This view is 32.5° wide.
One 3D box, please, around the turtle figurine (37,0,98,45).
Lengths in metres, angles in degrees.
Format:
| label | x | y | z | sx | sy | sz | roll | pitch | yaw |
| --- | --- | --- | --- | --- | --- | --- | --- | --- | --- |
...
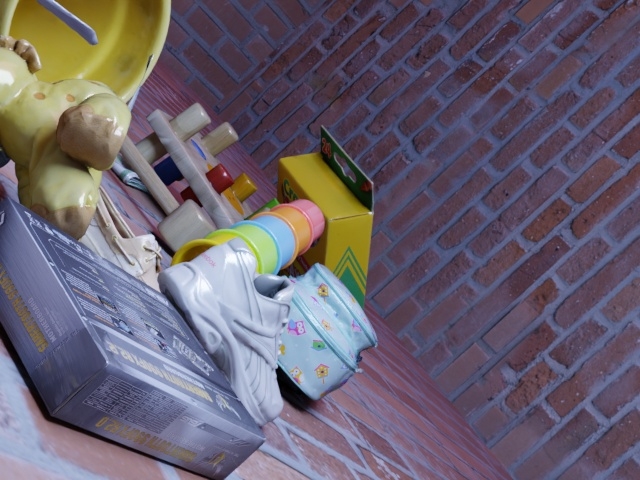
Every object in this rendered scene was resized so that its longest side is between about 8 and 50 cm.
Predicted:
| label | x | y | z | sx | sy | sz | roll | pitch | yaw |
| --- | --- | --- | --- | --- | --- | --- | --- | --- | --- |
| turtle figurine | -0.282 | -0.134 | 0.684 | 0.274 | 0.198 | 0.266 | 45 | -2 | 10 |

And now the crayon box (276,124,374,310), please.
| label | x | y | z | sx | sy | sz | roll | pitch | yaw |
| --- | --- | --- | --- | --- | --- | --- | --- | --- | --- |
| crayon box | 0.000 | 0.000 | 1.773 | 0.202 | 0.081 | 0.318 | -128 | -146 | -49 |

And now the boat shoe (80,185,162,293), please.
| label | x | y | z | sx | sy | sz | roll | pitch | yaw |
| --- | --- | --- | --- | --- | --- | --- | --- | --- | --- |
| boat shoe | -0.193 | 0.014 | 1.119 | 0.170 | 0.059 | 0.063 | 47 | 4 | 4 |

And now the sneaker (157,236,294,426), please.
| label | x | y | z | sx | sy | sz | roll | pitch | yaw |
| --- | --- | --- | --- | --- | --- | --- | --- | --- | --- |
| sneaker | -0.065 | 0.092 | 1.080 | 0.090 | 0.115 | 0.232 | 43 | -18 | 42 |

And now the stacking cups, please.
| label | x | y | z | sx | sy | sz | roll | pitch | yaw |
| --- | --- | --- | --- | --- | --- | --- | --- | --- | --- |
| stacking cups | -0.083 | 0.007 | 1.394 | 0.096 | 0.096 | 0.316 | 47 | 23 | 2 |

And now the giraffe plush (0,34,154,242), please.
| label | x | y | z | sx | sy | sz | roll | pitch | yaw |
| --- | --- | --- | --- | --- | --- | --- | --- | --- | --- |
| giraffe plush | -0.261 | -0.103 | 0.956 | 0.171 | 0.210 | 0.181 | 22 | -22 | -13 |

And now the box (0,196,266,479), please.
| label | x | y | z | sx | sy | sz | roll | pitch | yaw |
| --- | --- | --- | --- | --- | --- | --- | --- | --- | --- |
| box | -0.158 | 0.083 | 0.862 | 0.183 | 0.056 | 0.231 | 51 | 5 | 33 |

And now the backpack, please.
| label | x | y | z | sx | sy | sz | roll | pitch | yaw |
| --- | --- | --- | --- | --- | --- | --- | --- | --- | --- |
| backpack | -0.014 | 0.116 | 1.399 | 0.166 | 0.144 | 0.188 | 53 | 8 | 4 |

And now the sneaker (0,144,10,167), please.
| label | x | y | z | sx | sy | sz | roll | pitch | yaw |
| --- | --- | --- | --- | --- | --- | --- | --- | --- | --- |
| sneaker | -0.326 | -0.098 | 1.038 | 0.035 | 0.031 | 0.083 | 50 | 5 | 39 |

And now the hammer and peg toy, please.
| label | x | y | z | sx | sy | sz | roll | pitch | yaw |
| --- | --- | --- | --- | --- | --- | --- | --- | --- | --- |
| hammer and peg toy | -0.162 | -0.081 | 1.594 | 0.266 | 0.127 | 0.361 | 56 | 6 | 8 |

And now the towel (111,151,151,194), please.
| label | x | y | z | sx | sy | sz | roll | pitch | yaw |
| --- | --- | --- | --- | --- | --- | --- | --- | --- | --- |
| towel | -0.304 | -0.134 | 1.603 | 0.152 | 0.023 | 0.113 | 48 | 4 | 13 |

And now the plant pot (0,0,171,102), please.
| label | x | y | z | sx | sy | sz | roll | pitch | yaw |
| --- | --- | --- | --- | --- | --- | --- | --- | --- | --- |
| plant pot | -0.351 | -0.294 | 1.324 | 0.239 | 0.254 | 0.254 | 31 | -4 | 28 |
